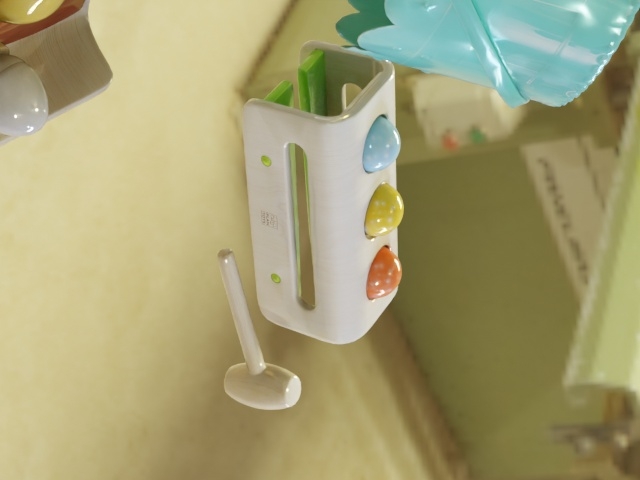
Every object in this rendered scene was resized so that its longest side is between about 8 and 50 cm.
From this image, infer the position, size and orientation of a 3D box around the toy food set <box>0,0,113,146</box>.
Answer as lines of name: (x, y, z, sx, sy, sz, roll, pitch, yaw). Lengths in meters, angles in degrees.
toy food set: (-0.139, -0.172, 1.043, 0.092, 0.306, 0.219, 47, 39, 5)

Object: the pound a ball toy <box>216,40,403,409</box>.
pound a ball toy: (0.000, 0.000, 1.597, 0.208, 0.135, 0.319, -50, 147, -43)

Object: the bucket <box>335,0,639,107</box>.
bucket: (0.144, -0.245, 1.298, 0.281, 0.183, 0.281, -160, -90, -79)
